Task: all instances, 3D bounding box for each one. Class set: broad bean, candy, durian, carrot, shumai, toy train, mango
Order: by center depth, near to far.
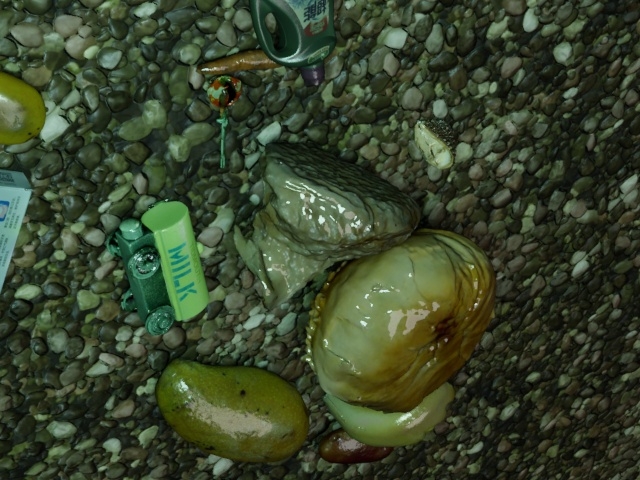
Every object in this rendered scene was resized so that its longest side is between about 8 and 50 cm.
[{"bbox_3d":[-0.474,-0.196,1.587,0.161,0.076,0.103,25,114,-31],"label":"mango"},{"bbox_3d":[-0.122,-0.286,1.755,0.165,0.036,0.036,-11,127,-21],"label":"carrot"},{"bbox_3d":[-0.159,-0.192,1.804,0.055,0.049,0.185,-9,135,-16],"label":"candy"},{"bbox_3d":[0.000,0.000,1.874,0.314,0.267,0.263,13,113,-29],"label":"shumai"},{"bbox_3d":[-0.266,0.045,1.874,0.157,0.105,0.253,-32,136,-25],"label":"toy train"},{"bbox_3d":[0.217,-0.184,2.036,0.066,0.052,0.130,-9,136,26],"label":"durian"},{"bbox_3d":[-0.166,0.328,2.093,0.329,0.175,0.177,14,70,-37],"label":"mango"},{"bbox_3d":[0.074,0.435,2.359,0.165,0.084,0.114,5,128,-32],"label":"broad bean"}]

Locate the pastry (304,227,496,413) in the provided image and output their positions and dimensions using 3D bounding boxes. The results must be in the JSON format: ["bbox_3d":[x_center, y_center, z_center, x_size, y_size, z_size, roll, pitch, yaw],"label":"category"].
[{"bbox_3d":[0.143,0.138,2.055,0.409,0.245,0.410,-33,148,-23],"label":"pastry"}]

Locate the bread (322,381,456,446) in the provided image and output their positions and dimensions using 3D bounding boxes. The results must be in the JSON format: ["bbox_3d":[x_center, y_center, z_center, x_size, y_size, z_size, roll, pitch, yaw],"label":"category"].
[{"bbox_3d":[0.139,0.355,2.265,0.158,0.260,0.156,56,47,-53],"label":"bread"}]

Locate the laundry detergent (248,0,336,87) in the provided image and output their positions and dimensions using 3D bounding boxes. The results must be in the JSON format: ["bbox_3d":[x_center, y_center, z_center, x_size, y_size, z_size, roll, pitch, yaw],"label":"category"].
[{"bbox_3d":[-0.039,-0.336,1.719,0.144,0.078,0.222,-26,125,-26],"label":"laundry detergent"}]

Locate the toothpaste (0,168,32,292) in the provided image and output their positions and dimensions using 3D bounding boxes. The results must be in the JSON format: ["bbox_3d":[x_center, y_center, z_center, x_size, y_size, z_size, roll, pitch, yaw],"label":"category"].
[{"bbox_3d":[-0.541,0.046,1.727,0.081,0.067,0.337,6,119,-34],"label":"toothpaste"}]
